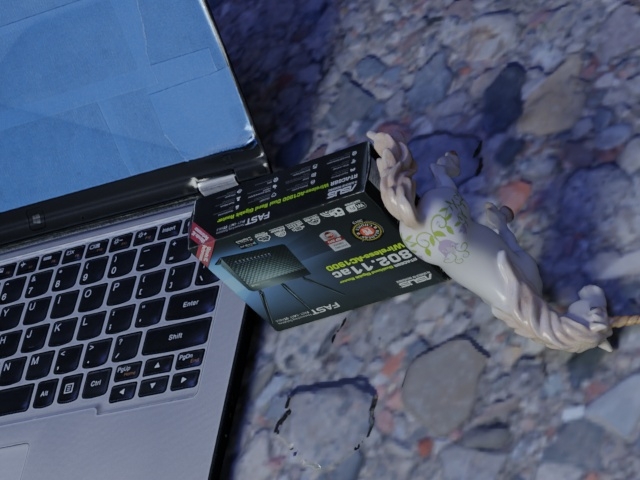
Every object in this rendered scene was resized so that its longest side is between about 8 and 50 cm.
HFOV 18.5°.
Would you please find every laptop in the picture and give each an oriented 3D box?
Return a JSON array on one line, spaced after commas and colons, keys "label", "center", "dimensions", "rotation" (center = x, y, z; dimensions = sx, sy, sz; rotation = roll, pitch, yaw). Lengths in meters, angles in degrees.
[{"label": "laptop", "center": [-0.247, -0.014, 1.217], "dimensions": [0.382, 0.236, 0.408], "rotation": [-14, 49, 33]}]

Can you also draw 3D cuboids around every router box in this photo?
[{"label": "router box", "center": [0.000, 0.000, 1.107], "dimensions": [0.122, 0.092, 0.038], "rotation": [-18, 48, 30]}]

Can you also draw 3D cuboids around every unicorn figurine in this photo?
[{"label": "unicorn figurine", "center": [0.090, 0.008, 1.026], "dimensions": [0.060, 0.162, 0.111], "rotation": [-61, 19, 22]}]
